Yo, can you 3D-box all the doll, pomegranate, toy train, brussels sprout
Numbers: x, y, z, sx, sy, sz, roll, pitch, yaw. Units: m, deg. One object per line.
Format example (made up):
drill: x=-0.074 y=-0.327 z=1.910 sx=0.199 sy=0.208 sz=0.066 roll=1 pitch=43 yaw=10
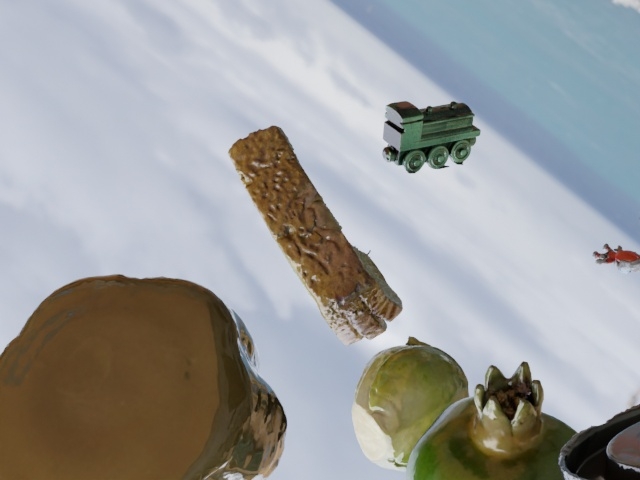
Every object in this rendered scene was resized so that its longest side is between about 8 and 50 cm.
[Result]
doll: x=0.515 y=0.035 z=1.981 sx=0.057 sy=0.039 sz=0.114 roll=3 pitch=-167 yaw=-40
pomegranate: x=0.255 y=0.354 z=1.697 sx=0.309 sy=0.216 sz=0.359 roll=23 pitch=138 yaw=35
toy train: x=0.175 y=-0.169 z=1.845 sx=0.170 sy=0.111 sz=0.071 roll=-13 pitch=-144 yaw=-27
brussels sprout: x=0.186 y=0.334 z=2.324 sx=0.294 sy=0.260 sz=0.227 roll=-18 pitch=-170 yaw=-43

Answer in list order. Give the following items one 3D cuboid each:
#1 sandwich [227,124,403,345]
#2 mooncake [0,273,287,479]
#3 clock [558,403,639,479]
sandwich: x=-0.004 y=0.003 z=1.608 sx=0.288 sy=0.099 sz=0.254 roll=58 pitch=-175 yaw=18
mooncake: x=-0.296 y=0.285 z=1.881 sx=0.467 sy=0.467 sz=0.262 roll=43 pitch=172 yaw=26
clock: x=0.358 y=0.194 z=1.062 sx=0.280 sy=0.280 sz=0.055 roll=-38 pitch=-67 yaw=-81
